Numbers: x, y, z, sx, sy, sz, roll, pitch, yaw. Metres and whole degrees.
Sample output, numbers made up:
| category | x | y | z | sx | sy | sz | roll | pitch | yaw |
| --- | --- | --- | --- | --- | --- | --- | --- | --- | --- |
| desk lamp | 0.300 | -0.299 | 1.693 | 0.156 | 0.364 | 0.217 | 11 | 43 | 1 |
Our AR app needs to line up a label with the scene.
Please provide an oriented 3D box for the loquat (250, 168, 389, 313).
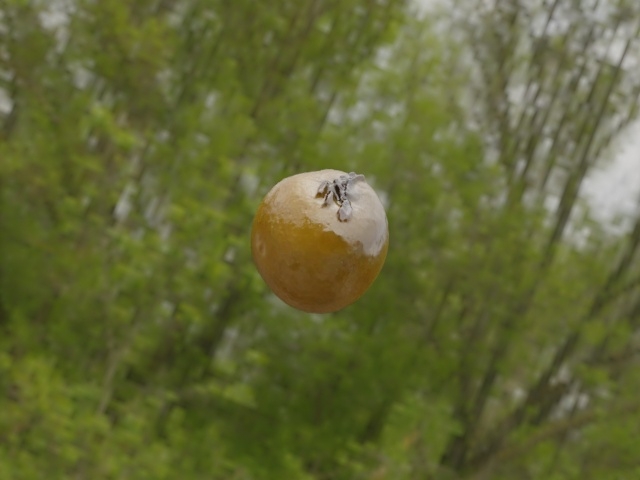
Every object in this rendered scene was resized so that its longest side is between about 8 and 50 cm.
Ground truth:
| category | x | y | z | sx | sy | sz | roll | pitch | yaw |
| --- | --- | --- | --- | --- | --- | --- | --- | --- | --- |
| loquat | 0.000 | 0.000 | 1.817 | 0.141 | 0.141 | 0.141 | 21 | -12 | 5 |
